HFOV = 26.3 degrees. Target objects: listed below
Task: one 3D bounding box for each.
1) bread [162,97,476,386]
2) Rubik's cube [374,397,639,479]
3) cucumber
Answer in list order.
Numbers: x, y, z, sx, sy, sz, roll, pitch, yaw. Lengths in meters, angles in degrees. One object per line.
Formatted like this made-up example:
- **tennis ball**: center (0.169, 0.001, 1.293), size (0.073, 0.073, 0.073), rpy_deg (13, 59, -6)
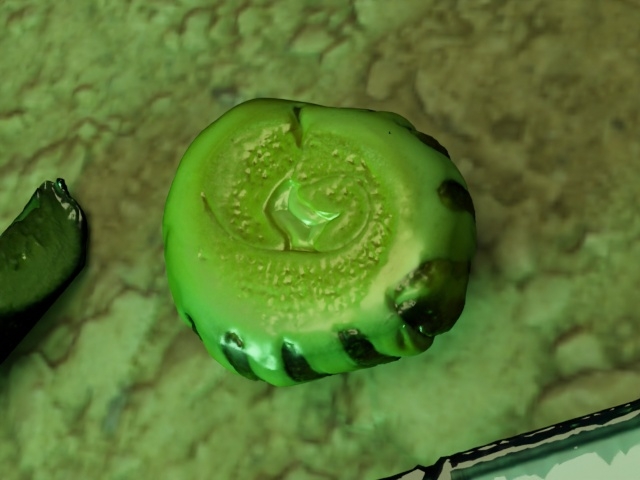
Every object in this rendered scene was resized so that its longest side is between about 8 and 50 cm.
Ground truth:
- **bread**: center (0.000, 0.000, 0.590), size (0.139, 0.071, 0.130), rpy_deg (-9, 66, 18)
- **Rubik's cube**: center (0.076, 0.170, 0.451), size (0.183, 0.167, 0.180), rpy_deg (-17, 66, 12)
- **cucumber**: center (-0.183, 0.063, 0.639), size (0.046, 0.070, 0.220), rpy_deg (39, 89, -3)
